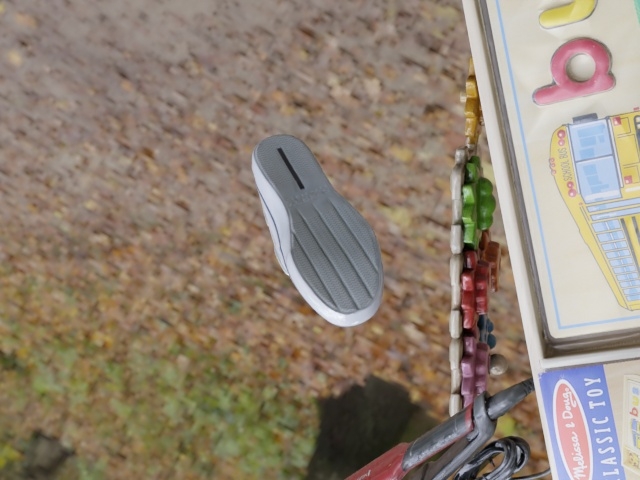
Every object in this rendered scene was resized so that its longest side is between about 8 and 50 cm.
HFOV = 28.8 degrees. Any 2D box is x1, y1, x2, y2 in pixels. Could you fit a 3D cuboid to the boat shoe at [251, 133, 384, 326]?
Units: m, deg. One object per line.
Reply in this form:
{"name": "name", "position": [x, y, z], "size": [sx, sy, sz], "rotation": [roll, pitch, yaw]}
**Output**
{"name": "boat shoe", "position": [0.000, 0.000, 1.125], "size": [0.076, 0.083, 0.226], "rotation": [87, 165, -49]}

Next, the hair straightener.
{"name": "hair straightener", "position": [0.101, 0.170, 0.919], "size": [0.089, 0.047, 0.230], "rotation": [39, 123, -12]}

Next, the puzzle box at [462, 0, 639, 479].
{"name": "puzzle box", "position": [0.240, -0.052, 0.760], "size": [0.272, 0.409, 0.052], "rotation": [-11, -179, 25]}

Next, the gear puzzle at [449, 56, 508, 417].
{"name": "gear puzzle", "position": [0.155, -0.012, 1.185], "size": [0.044, 0.339, 0.175], "rotation": [2, -167, 13]}
